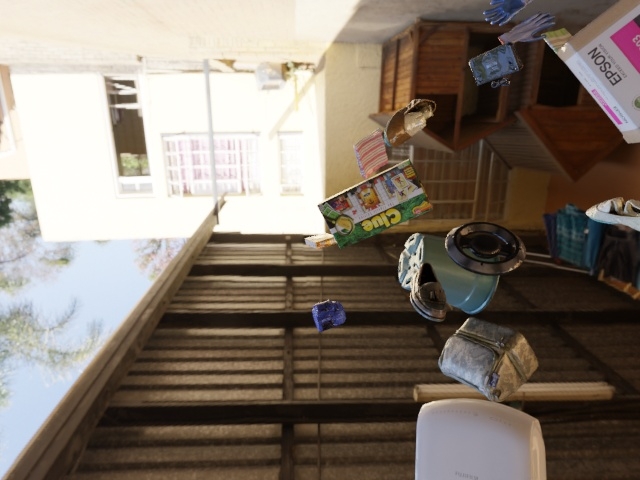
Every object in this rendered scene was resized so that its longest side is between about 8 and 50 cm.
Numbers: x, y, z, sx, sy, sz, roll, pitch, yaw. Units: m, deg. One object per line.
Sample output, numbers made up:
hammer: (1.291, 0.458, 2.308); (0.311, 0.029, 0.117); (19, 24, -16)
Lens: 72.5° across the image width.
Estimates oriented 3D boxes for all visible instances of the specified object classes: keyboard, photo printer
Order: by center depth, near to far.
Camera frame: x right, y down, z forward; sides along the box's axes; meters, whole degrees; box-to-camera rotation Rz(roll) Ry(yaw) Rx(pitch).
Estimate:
photo printer: (0.315, 0.481, 0.875); (0.256, 0.308, 0.107); (-7, 161, 39)
keyboard: (0.494, -0.481, 1.226); (0.023, 0.108, 0.180); (-30, -166, -11)

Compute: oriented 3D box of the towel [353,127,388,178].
towel: (0.221, -0.370, 1.872); (0.144, 0.197, 0.029); (-38, -129, -11)

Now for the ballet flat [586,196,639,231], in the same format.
ballet flat: (0.569, -0.056, 0.814); (0.057, 0.052, 0.168); (-25, -160, -6)

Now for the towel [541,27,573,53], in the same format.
towel: (0.879, -0.701, 1.564); (0.113, 0.023, 0.152); (-19, -113, -18)

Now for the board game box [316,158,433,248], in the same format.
board game box: (0.133, -0.086, 1.094); (0.259, 0.136, 0.030); (-25, -165, 22)

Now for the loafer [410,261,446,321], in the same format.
loafer: (0.318, 0.144, 1.299); (0.096, 0.084, 0.267); (12, -162, -2)

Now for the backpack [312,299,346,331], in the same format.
backpack: (0.036, 0.286, 1.695); (0.120, 0.101, 0.098); (-15, -147, -9)

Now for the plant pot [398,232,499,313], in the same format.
plant pot: (0.550, 0.125, 1.949); (0.334, 0.341, 0.341); (14, -165, -11)

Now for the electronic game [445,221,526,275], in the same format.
electronic game: (0.495, 0.020, 1.316); (0.229, 0.048, 0.229); (-3, -138, 3)

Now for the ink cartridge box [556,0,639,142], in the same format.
ink cartridge box: (0.589, -0.325, 0.781); (0.193, 0.235, 0.088); (-39, 178, 20)

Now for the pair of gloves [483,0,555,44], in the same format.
pair of gloves: (0.591, -0.661, 1.298); (0.159, 0.198, 0.023); (-26, 159, 14)

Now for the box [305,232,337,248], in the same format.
box: (0.000, 0.000, 1.530); (0.081, 0.028, 0.136); (-16, -166, -18)

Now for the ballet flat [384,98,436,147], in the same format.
ballet flat: (0.364, -0.468, 1.690); (0.124, 0.116, 0.342); (-6, -152, 39)

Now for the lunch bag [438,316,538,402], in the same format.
lunch bag: (0.637, 0.468, 1.694); (0.256, 0.213, 0.305); (-42, -160, -16)
